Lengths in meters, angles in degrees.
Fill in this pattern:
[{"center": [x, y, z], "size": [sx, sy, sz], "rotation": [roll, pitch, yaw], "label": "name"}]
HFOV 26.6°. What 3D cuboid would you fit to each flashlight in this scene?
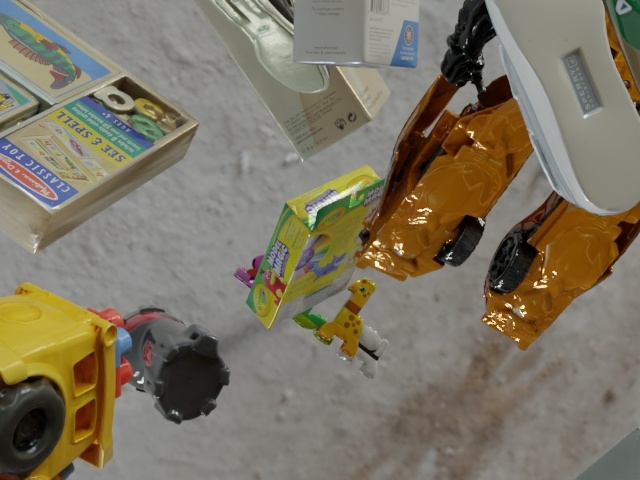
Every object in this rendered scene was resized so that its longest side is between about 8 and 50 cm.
[{"center": [-0.171, 0.137, 1.480], "size": [0.103, 0.304, 0.103], "rotation": [-24, 101, -11], "label": "flashlight"}]

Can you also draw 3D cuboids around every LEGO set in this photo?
[{"center": [0.012, 0.075, 1.726], "size": [0.227, 0.087, 0.093], "rotation": [38, 79, -10], "label": "LEGO set"}]

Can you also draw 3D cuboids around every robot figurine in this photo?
[{"center": [0.152, -0.066, 0.875], "size": [0.211, 0.085, 0.291], "rotation": [27, 125, -11], "label": "robot figurine"}]

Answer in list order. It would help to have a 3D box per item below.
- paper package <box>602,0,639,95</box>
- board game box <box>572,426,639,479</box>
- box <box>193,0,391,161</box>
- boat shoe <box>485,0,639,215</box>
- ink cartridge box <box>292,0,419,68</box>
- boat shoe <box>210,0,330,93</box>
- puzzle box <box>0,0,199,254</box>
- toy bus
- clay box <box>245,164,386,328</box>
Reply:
[{"center": [0.180, -0.220, 0.286], "size": [0.309, 0.325, 0.168], "rotation": [-13, 162, 11], "label": "paper package"}, {"center": [0.360, 0.355, 1.573], "size": [0.224, 0.097, 0.303], "rotation": [-42, 143, 12], "label": "board game box"}, {"center": [-0.048, -0.280, 1.826], "size": [0.121, 0.148, 0.311], "rotation": [-29, 103, 24], "label": "box"}, {"center": [0.122, -0.102, 0.715], "size": [0.066, 0.063, 0.184], "rotation": [-29, 100, -14], "label": "boat shoe"}, {"center": [0.038, -0.282, 1.290], "size": [0.134, 0.078, 0.231], "rotation": [-10, 103, -63], "label": "ink cartridge box"}, {"center": [-0.051, -0.268, 1.647], "size": [0.233, 0.084, 0.079], "rotation": [49, 45, -41], "label": "boat shoe"}, {"center": [-0.344, -0.168, 1.275], "size": [0.052, 0.409, 0.272], "rotation": [-59, 172, 32], "label": "puzzle box"}, {"center": [-0.238, 0.146, 1.128], "size": [0.211, 0.149, 0.220], "rotation": [-23, 125, -49], "label": "toy bus"}, {"center": [0.000, 0.000, 1.557], "size": [0.127, 0.053, 0.222], "rotation": [-26, 154, -35], "label": "clay box"}]
